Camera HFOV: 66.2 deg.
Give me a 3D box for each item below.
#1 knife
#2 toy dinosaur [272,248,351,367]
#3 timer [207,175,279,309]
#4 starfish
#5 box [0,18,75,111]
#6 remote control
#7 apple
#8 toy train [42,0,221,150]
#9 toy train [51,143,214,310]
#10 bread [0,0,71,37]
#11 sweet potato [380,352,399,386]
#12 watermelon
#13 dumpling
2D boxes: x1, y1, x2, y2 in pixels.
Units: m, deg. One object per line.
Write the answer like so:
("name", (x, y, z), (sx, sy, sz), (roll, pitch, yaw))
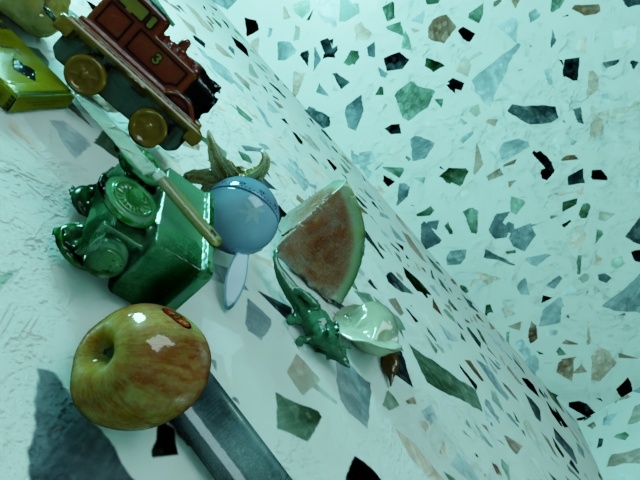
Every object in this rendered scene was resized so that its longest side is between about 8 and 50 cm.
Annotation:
("knife", (-0.246, -0.102, 0.697), (0.298, 0.017, 0.047), (49, 24, -2))
("toy dinosaur", (-0.032, 0.156, 1.047), (0.292, 0.079, 0.120), (51, 13, -4))
("timer", (-0.183, -0.007, 0.967), (0.175, 0.256, 0.175), (26, -17, 8))
("starfish", (-0.201, -0.141, 1.049), (0.216, 0.238, 0.071), (37, 50, -52))
("box", (-0.575, -0.340, 0.840), (0.279, 0.041, 0.153), (47, 17, -7))
("remote control", (-0.082, 0.325, 0.653), (0.378, 0.044, 0.107), (51, 23, 6))
("apple", (-0.208, 0.144, 0.564), (0.146, 0.146, 0.131), (61, 7, 31))
("toy train", (-0.367, -0.349, 0.989), (0.369, 0.232, 0.163), (41, 5, -25))
("toy train", (-0.273, -0.027, 0.751), (0.202, 0.145, 0.266), (40, 20, -32))
("bread", (-0.598, -0.520, 0.957), (0.244, 0.134, 0.244), (43, 6, -5))
("sweet potato", (0.177, 0.322, 1.249), (0.049, 0.049, 0.117), (41, 31, -22))
("watermelon", (0.000, 0.000, 1.277), (0.193, 0.231, 0.311), (-90, -179, -66))
("dumpling", (0.113, 0.214, 1.222), (0.166, 0.126, 0.216), (15, 38, -12))
